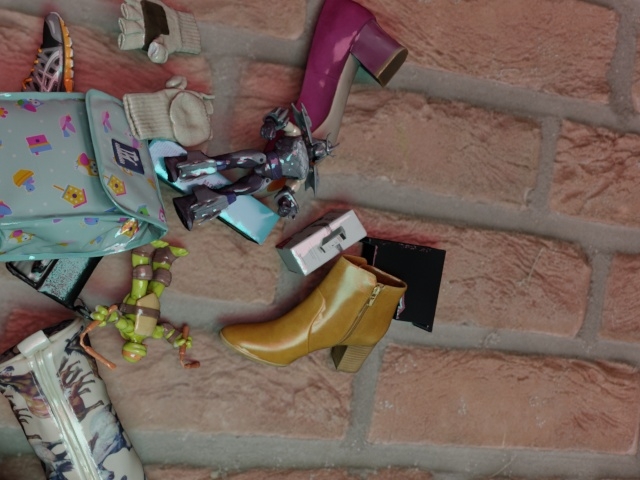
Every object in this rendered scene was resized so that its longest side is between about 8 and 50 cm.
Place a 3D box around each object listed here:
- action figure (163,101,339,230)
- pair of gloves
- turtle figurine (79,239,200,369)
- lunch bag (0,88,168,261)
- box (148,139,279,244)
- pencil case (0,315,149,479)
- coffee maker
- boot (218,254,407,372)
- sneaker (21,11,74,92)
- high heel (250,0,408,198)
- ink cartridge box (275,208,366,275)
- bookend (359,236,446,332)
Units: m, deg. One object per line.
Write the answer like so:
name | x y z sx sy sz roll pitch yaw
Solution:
action figure | -0.096 -0.111 1.251 0.285 0.099 0.185 -19 111 -17
pair of gloves | -0.237 -0.267 1.249 0.204 0.042 0.240 -4 84 -61
turtle figurine | -0.282 0.111 1.305 0.269 0.087 0.217 26 73 -51
lunch bag | -0.359 -0.095 1.141 0.262 0.160 0.223 -6 65 -30
box | -0.192 -0.086 1.326 0.244 0.100 0.060 35 84 -18
pencil case | -0.378 0.322 1.247 0.160 0.183 0.410 -25 101 -26
coffee maker | -0.383 0.012 1.271 0.171 0.120 0.178 41 81 -42
boot | -0.010 0.114 1.368 0.295 0.104 0.211 13 113 -24
sneaker | -0.428 -0.250 1.242 0.083 0.084 0.215 1 95 -14
high heel | -0.031 -0.252 1.393 0.181 0.127 0.377 43 86 18
ink cartridge box | 0.000 0.000 1.399 0.135 0.099 0.056 -33 103 -15
bookend | 0.137 0.080 1.468 0.156 0.072 0.157 8 92 -19
